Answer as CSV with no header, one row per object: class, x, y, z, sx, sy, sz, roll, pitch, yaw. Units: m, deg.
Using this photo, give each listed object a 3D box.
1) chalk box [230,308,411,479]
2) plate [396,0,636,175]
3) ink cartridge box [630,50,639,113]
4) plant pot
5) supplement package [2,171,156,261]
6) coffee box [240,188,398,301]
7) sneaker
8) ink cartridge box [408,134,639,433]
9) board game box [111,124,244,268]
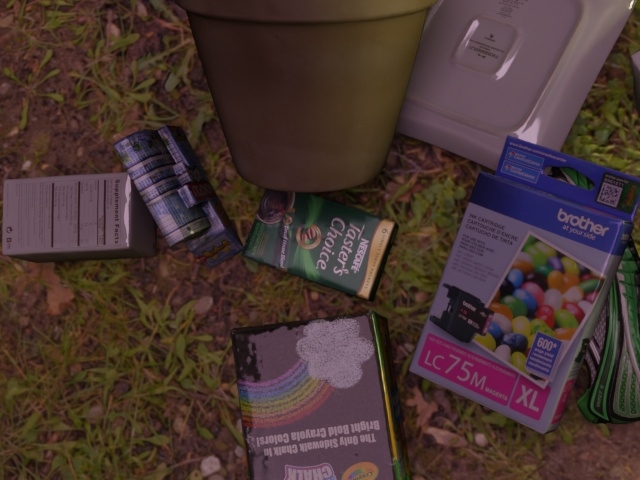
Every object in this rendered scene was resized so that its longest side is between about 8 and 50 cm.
chalk box,0.009,0.242,1.282,0.180,0.179,0.288,-8,82,8
plate,0.217,-0.240,1.334,0.277,0.045,0.278,26,87,32
ink cartridge box,0.562,-0.141,1.217,0.272,0.130,0.309,-29,61,5
plant pot,-0.013,-0.219,1.285,0.323,0.323,0.280,2,112,10
supplement package,-0.322,-0.029,1.413,0.179,0.105,0.105,-3,82,9
coffee box,0.000,0.000,1.384,0.184,0.040,0.113,20,86,12
sneaker,0.323,0.059,1.274,0.146,0.134,0.343,-20,76,15
ink cartridge box,0.240,0.046,1.228,0.186,0.065,0.311,23,97,27
board game box,-0.177,-0.054,1.370,0.060,0.194,0.194,-30,93,6
